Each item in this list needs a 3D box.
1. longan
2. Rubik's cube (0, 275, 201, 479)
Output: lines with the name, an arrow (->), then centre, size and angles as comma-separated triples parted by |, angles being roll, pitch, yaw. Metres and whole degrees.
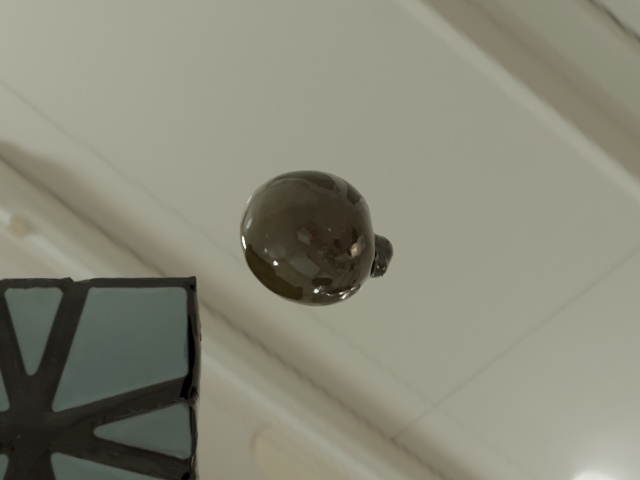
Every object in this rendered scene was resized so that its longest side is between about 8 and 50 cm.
longan -> 0.000, 0.000, 1.072 | 0.119, 0.106, 0.106 | 16, -136, -21
Rubik's cube -> -0.239, 0.210, 1.209 | 0.288, 0.283, 0.293 | -1, -120, -8
